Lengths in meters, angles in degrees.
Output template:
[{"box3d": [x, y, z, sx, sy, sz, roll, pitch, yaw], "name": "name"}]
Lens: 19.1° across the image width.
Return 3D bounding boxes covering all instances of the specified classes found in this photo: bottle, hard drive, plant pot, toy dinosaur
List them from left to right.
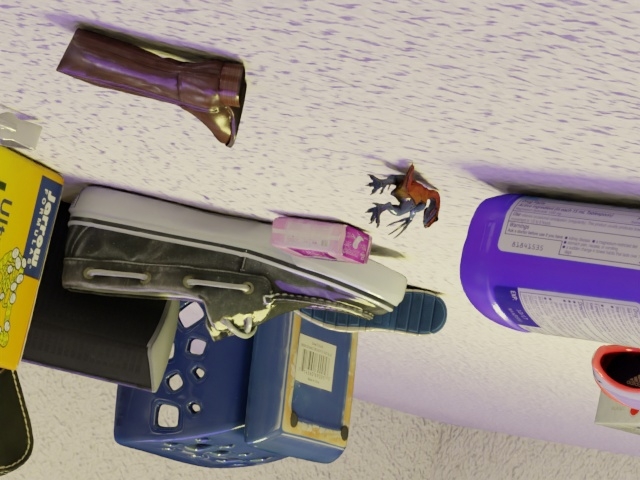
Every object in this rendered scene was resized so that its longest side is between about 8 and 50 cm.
[{"box3d": [-0.223, 0.048, 1.913, 0.172, 0.054, 0.255, 14, -151, -6], "name": "hard drive"}, {"box3d": [-0.087, 0.149, 2.254, 0.212, 0.236, 0.236, 1, 168, 29], "name": "plant pot"}, {"box3d": [0.069, -0.028, 1.390, 0.082, 0.047, 0.090, -4, 174, -40], "name": "toy dinosaur"}, {"box3d": [0.239, 0.029, 1.301, 0.283, 0.092, 0.118, 7, 164, 35], "name": "bottle"}]

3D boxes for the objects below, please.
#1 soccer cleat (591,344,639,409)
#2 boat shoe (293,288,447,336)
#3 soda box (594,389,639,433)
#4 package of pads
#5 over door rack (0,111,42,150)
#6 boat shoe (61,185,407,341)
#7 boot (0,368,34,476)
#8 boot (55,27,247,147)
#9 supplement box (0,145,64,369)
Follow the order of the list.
[{"box3d": [0.411, 0.161, 2.050, 0.248, 0.083, 0.095, 12, 168, 28], "name": "soccer cleat"}, {"box3d": [0.041, 0.072, 2.051, 0.183, 0.066, 0.066, 14, 174, -10], "name": "boat shoe"}, {"box3d": [0.406, 0.198, 2.325, 0.069, 0.074, 0.216, 14, 172, -9], "name": "soda box"}, {"box3d": [0.000, 0.000, 1.724, 0.083, 0.032, 0.050, 7, 172, 38], "name": "package of pads"}, {"box3d": [-0.341, -0.019, 1.400, 0.108, 0.239, 0.324, 14, 174, 37], "name": "over door rack"}, {"box3d": [-0.088, 0.041, 1.839, 0.335, 0.119, 0.121, 12, 172, 6], "name": "boat shoe"}, {"box3d": [-0.376, 0.105, 2.148, 0.138, 0.377, 0.284, -29, -164, -38], "name": "boot"}, {"box3d": [-0.104, -0.095, 1.182, 0.114, 0.037, 0.106, 10, 159, 0], "name": "boot"}, {"box3d": [-0.403, -0.018, 1.661, 0.194, 0.195, 0.356, 10, 172, 21], "name": "supplement box"}]
